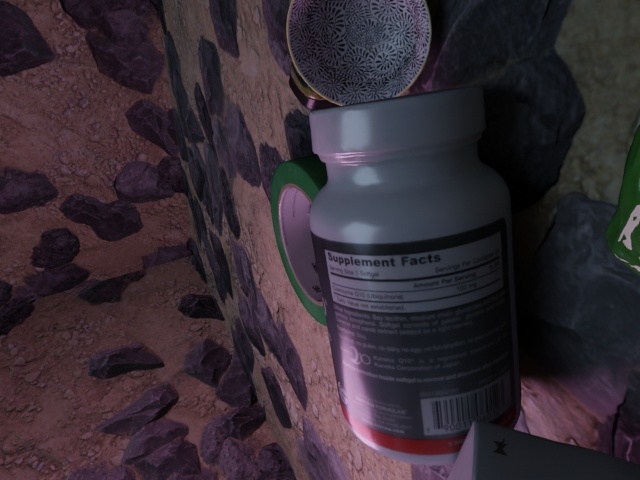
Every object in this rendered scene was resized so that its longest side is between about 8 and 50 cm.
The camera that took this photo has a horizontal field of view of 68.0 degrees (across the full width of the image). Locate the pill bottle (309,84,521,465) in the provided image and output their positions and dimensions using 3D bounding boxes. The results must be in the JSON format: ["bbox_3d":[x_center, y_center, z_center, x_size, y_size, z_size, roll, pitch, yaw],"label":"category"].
[{"bbox_3d":[0.101,0.030,0.521,0.210,0.210,0.363,22,125,62],"label":"pill bottle"}]

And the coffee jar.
[{"bbox_3d":[0.005,-0.284,0.696,0.096,0.079,0.184,60,154,29],"label":"coffee jar"}]

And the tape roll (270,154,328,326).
[{"bbox_3d":[0.000,0.000,0.906,0.321,0.077,0.321,46,145,46],"label":"tape roll"}]

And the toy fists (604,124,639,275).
[{"bbox_3d":[0.288,0.007,0.229,0.279,0.096,0.142,51,159,39],"label":"toy fists"}]

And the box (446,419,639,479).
[{"bbox_3d":[0.204,0.357,0.440,0.214,0.168,0.345,13,130,12],"label":"box"}]

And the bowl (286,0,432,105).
[{"bbox_3d":[0.052,-0.255,0.571,0.080,0.170,0.170,-63,-21,-49],"label":"bowl"}]
